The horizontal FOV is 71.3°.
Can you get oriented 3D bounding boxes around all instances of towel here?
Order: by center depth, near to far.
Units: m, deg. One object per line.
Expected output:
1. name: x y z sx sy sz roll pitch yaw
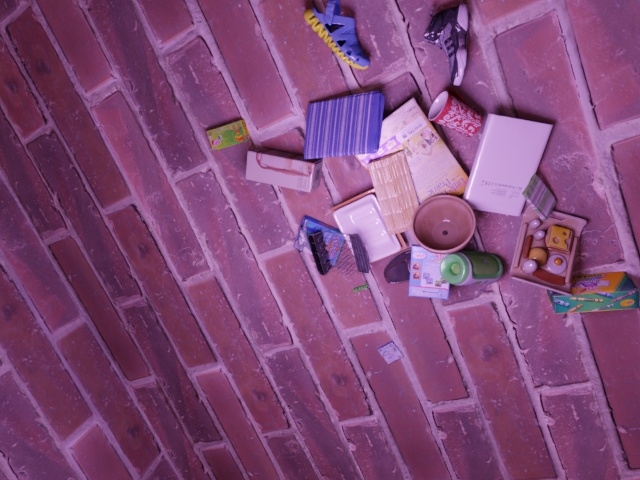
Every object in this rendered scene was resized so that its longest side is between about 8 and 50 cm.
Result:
1. towel: 0.817 -0.160 1.667 0.152 0.113 0.023 43 159 -18
2. towel: 0.088 -0.444 1.746 0.335 0.040 0.244 2 83 32

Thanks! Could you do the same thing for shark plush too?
1. shark plush: -0.063 -0.015 2.001 0.067 0.073 0.162 -2 88 -1

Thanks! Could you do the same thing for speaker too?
1. speaker: 0.595 0.110 1.738 0.131 0.296 0.132 -4 85 49

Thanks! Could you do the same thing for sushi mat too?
1. sushi mat: 0.297 -0.181 1.754 0.151 0.019 0.317 -18 109 4

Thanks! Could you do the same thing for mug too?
1. mug: 0.507 -0.475 1.639 0.169 0.113 0.151 23 93 -15

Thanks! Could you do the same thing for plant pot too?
1. plant pot: 0.477 -0.048 1.723 0.237 0.110 0.238 -8 67 19

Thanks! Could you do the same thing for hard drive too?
1. hard drive: 0.690 -0.277 1.671 0.232 0.047 0.354 9 113 -4

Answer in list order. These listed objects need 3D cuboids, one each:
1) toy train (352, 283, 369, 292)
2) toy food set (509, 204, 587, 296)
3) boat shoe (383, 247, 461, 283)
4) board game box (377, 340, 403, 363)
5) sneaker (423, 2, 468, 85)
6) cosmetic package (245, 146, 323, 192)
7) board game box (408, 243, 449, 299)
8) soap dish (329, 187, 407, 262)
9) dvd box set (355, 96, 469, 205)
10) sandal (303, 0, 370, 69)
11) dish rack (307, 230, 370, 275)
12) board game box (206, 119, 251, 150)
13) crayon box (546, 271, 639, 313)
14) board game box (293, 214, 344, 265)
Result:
1. toy train: 0.188 0.221 2.064 0.083 0.017 0.024 -20 112 23
2. toy food set: 0.857 0.036 1.672 0.219 0.092 0.307 17 77 11
3. boat shoe: 0.419 0.095 1.880 0.355 0.130 0.132 -29 99 25
4. board game box: 0.334 0.535 2.132 0.090 0.020 0.090 -35 96 25
5. sneaker: 0.447 -0.694 1.600 0.152 0.101 0.269 3 105 17
6. cosmetic package: -0.153 -0.305 1.905 0.295 0.153 0.129 12 111 12
7. board game box: 0.441 0.126 1.795 0.159 0.039 0.212 4 106 13
8. soap dish: 0.207 -0.057 1.899 0.228 0.118 0.291 -24 100 24
9. dvd box set: 0.355 -0.297 1.754 0.307 0.062 0.420 -35 103 20
10. sandal: 0.081 -0.779 1.673 0.138 0.126 0.317 -42 95 22
11. dish rack: 0.084 0.059 1.898 0.271 0.074 0.209 7 124 43
12. board game box: -0.409 -0.467 1.984 0.181 0.043 0.092 -11 106 21
13. crayon box: 1.029 0.199 1.706 0.278 0.165 0.081 -8 107 20
14. board game box: 0.000 0.000 2.025 0.210 0.047 0.160 25 115 8
